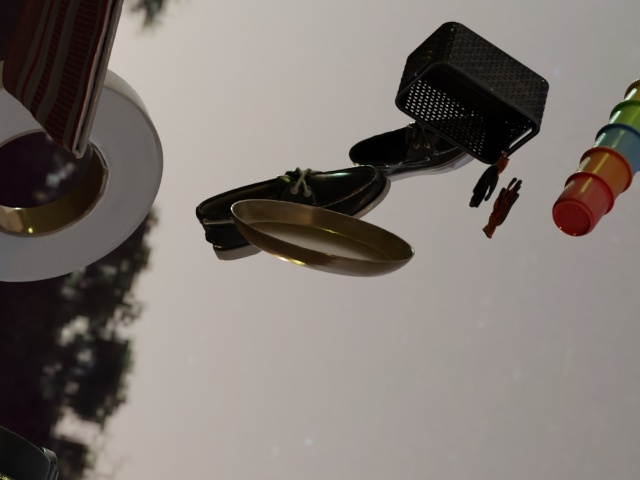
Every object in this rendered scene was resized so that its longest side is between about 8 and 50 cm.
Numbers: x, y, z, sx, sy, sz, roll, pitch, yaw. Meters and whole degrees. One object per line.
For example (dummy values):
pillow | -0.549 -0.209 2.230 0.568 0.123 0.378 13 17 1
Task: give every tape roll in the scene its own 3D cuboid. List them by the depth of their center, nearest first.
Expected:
tape roll | -0.432 -0.107 2.505 0.392 0.392 0.072 -66 -146 30

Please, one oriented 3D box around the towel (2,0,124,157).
towel | -0.335 -0.261 2.106 0.329 0.037 0.237 40 -63 58

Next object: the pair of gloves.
pair of gloves | 0.189 -0.051 1.788 0.074 0.010 0.083 -59 -152 26

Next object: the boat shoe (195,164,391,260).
boat shoe | -0.045 -0.055 2.423 0.302 0.091 0.114 -21 -152 19

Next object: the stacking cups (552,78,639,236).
stacking cups | 0.412 -0.113 2.334 0.316 0.096 0.096 -47 175 -40

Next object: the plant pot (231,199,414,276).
plant pot | 0.000 0.000 2.054 0.236 0.236 0.032 -129 -129 -69

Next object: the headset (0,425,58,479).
headset | -0.401 0.249 1.825 0.394 0.243 0.185 94 9 -61

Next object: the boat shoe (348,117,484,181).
boat shoe | 0.142 -0.145 2.442 0.228 0.076 0.080 -12 -122 35

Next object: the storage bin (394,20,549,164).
storage bin | 0.206 -0.199 2.234 0.122 0.180 0.084 -40 -155 48
